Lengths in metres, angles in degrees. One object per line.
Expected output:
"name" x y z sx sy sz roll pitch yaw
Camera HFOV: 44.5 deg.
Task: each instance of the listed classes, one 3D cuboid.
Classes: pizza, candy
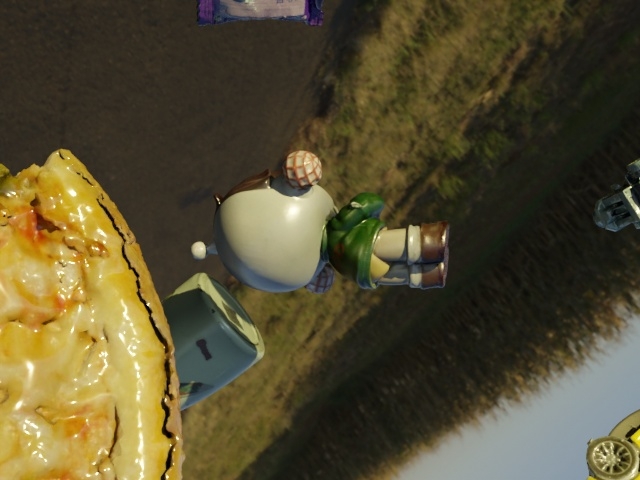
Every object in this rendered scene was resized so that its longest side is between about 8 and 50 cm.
"pizza" -0.270 0.088 0.702 0.080 0.434 0.392 -32 -147 45
"candy" -0.115 -0.497 1.588 0.275 0.070 0.145 -4 137 -17

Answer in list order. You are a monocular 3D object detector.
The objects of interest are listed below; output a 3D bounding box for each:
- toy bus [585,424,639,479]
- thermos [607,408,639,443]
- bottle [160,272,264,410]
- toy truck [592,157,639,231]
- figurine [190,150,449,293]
"toy bus" 0.453 0.249 0.919 0.330 0.152 0.144 -36 135 -16
"thermos" 0.599 0.405 1.246 0.146 0.265 0.176 -38 -175 -36
"bottle" -0.304 0.237 1.518 0.351 0.229 0.229 -38 166 7
"toy truck" 0.546 -0.100 1.194 0.256 0.108 0.140 -31 176 -5
"figurine" 0.000 0.000 1.139 0.281 0.369 0.167 83 20 -46
